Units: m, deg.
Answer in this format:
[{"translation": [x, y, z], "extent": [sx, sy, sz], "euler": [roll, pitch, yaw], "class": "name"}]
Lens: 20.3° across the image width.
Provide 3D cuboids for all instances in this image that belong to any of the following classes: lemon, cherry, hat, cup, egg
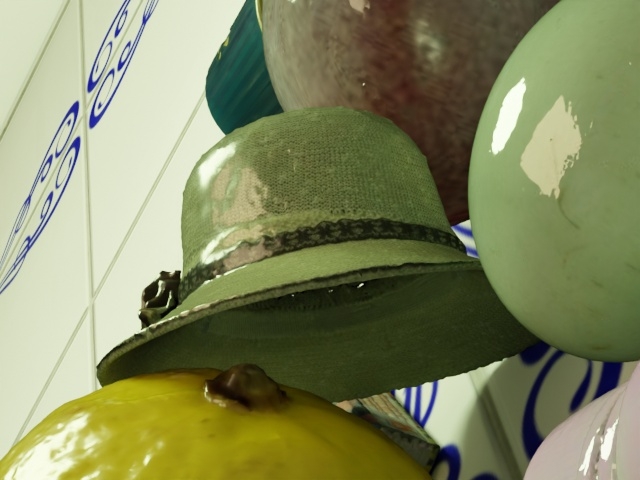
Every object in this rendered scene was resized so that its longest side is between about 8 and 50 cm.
[{"translation": [-0.057, 0.213, 0.880], "extent": [0.297, 0.297, 0.297], "euler": [-53, 24, 36], "class": "lemon"}, {"translation": [0.057, -0.129, 1.097], "extent": [0.213, 0.184, 0.266], "euler": [123, 150, -68], "class": "cherry"}, {"translation": [0.000, 0.000, 0.962], "extent": [0.257, 0.257, 0.130], "euler": [-38, 57, 54], "class": "hat"}, {"translation": [-0.003, -0.154, 1.403], "extent": [0.176, 0.131, 0.155], "euler": [-44, 1, -33], "class": "cup"}, {"translation": [0.146, -0.038, 0.815], "extent": [0.192, 0.149, 0.149], "euler": [-65, 19, -13], "class": "egg"}]

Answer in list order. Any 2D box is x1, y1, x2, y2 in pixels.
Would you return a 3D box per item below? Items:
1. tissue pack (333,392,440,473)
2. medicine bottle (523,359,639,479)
[{"translation": [0.009, 0.141, 1.112], "extent": [0.108, 0.060, 0.148], "euler": [-66, 21, 7], "class": "tissue pack"}, {"translation": [0.185, 0.073, 0.590], "extent": [0.254, 0.152, 0.152], "euler": [-43, 31, 51], "class": "medicine bottle"}]
